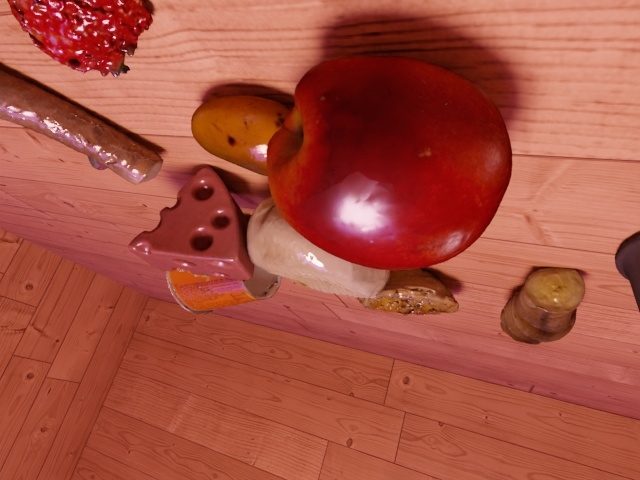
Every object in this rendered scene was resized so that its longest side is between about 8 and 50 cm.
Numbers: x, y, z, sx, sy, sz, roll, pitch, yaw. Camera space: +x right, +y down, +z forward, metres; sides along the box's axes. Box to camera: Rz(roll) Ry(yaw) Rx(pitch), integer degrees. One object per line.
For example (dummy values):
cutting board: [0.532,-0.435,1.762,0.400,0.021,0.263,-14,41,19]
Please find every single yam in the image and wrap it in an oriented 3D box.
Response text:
yam: [-0.433,-0.193,0.726,0.357,0.081,0.081,29,158,-25]

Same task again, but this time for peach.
peach: [0.066,-0.070,0.459,0.244,0.199,0.243,14,171,2]

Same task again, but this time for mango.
mango: [-0.093,-0.138,0.583,0.178,0.090,0.115,20,170,16]

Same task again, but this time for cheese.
cheese: [-0.212,-0.033,0.832,0.203,0.176,0.128,6,159,12]

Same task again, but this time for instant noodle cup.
instant noodle cup: [-0.207,0.053,1.034,0.182,0.230,0.230,-6,152,30]

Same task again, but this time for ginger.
ginger: [0.426,0.137,0.870,0.109,0.116,0.263,-25,151,-3]

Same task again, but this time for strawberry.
strawberry: [-0.249,-0.235,0.450,0.140,0.085,0.192,29,156,-26]

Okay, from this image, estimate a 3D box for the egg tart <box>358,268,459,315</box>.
egg tart: [0.200,0.119,1.034,0.232,0.098,0.252,5,163,14]

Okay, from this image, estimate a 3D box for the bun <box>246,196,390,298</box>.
bun: [0.000,0.000,0.773,0.259,0.159,0.259,16,171,2]

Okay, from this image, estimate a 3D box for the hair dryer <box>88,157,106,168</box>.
hair dryer: [-0.445,-0.190,0.819,0.154,0.054,0.106,39,157,-26]

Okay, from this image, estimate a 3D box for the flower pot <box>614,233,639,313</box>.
flower pot: [0.527,0.096,0.573,0.269,0.166,0.269,17,161,6]
